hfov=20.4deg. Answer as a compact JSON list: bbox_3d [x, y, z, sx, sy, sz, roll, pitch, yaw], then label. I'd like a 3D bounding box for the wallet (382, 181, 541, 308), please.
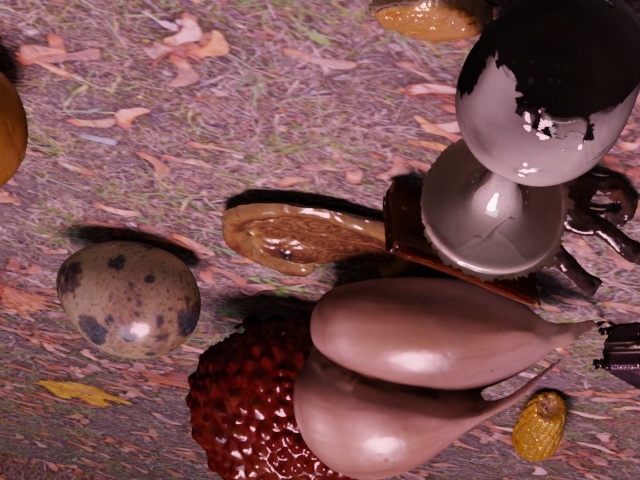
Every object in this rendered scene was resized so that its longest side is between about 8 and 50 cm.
[{"bbox_3d":[0.141,0.005,1.779,0.176,0.095,0.026,19,136,-22],"label":"wallet"}]

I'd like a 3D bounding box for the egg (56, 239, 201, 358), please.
[{"bbox_3d":[-0.232,0.069,2.138,0.182,0.141,0.141,18,162,10],"label":"egg"}]

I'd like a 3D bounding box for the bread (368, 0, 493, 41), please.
[{"bbox_3d":[0.088,-0.178,1.375,0.083,0.035,0.070,20,162,-39],"label":"bread"}]

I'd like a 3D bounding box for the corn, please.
[{"bbox_3d":[0.302,0.257,2.444,0.067,0.067,0.206,12,159,3],"label":"corn"}]

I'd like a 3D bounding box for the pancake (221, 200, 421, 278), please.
[{"bbox_3d":[0.000,0.000,1.956,0.235,0.029,0.212,0,158,28],"label":"pancake"}]

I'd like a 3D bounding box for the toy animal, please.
[{"bbox_3d":[0.221,-0.019,1.672,0.148,0.084,0.232,16,165,-6],"label":"toy animal"}]

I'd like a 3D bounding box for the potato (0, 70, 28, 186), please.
[{"bbox_3d":[-0.362,-0.107,1.713,0.203,0.178,0.158,-22,165,19],"label":"potato"}]

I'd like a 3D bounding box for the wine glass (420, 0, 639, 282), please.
[{"bbox_3d":[0.166,-0.086,1.414,0.143,0.143,0.321,13,155,0],"label":"wine glass"}]

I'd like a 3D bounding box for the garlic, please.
[{"bbox_3d":[0.121,0.158,2.001,0.340,0.231,0.246,1,171,25],"label":"garlic"}]

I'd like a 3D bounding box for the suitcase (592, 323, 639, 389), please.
[{"bbox_3d":[0.382,0.139,2.055,0.086,0.059,0.126,-5,155,45],"label":"suitcase"}]

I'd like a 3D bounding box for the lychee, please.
[{"bbox_3d":[-0.038,0.210,2.262,0.264,0.300,0.264,-21,150,-13],"label":"lychee"}]
